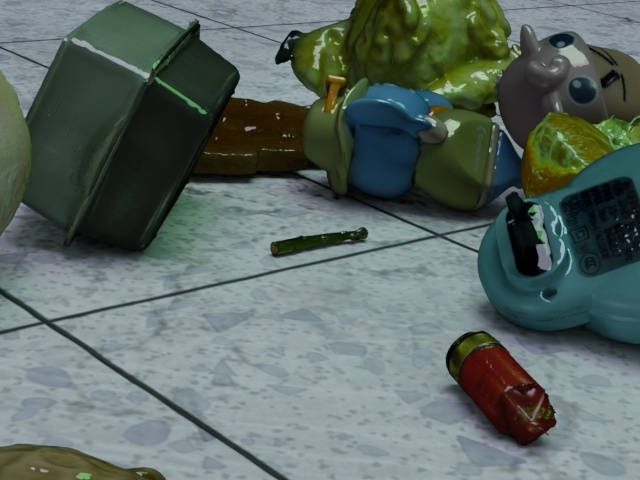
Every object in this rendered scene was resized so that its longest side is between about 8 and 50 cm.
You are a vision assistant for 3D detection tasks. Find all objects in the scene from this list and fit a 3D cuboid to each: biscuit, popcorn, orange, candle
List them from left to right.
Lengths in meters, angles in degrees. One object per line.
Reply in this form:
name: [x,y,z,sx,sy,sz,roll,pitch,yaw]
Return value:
biscuit: [-0.115,-0.128,1.721,0.278,0.043,0.301,20,25,29]
popcorn: [0.130,-0.242,1.834,0.237,0.293,0.293,43,6,-24]
candle: [0.147,0.120,1.093,0.052,0.052,0.130,-1,22,-20]
orange: [0.332,-0.051,1.465,0.237,0.158,0.179,-4,30,-14]

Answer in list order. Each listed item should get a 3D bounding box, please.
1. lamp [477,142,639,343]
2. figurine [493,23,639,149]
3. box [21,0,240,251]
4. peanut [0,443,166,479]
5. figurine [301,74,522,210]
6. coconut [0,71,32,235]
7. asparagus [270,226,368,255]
lamp: [0.292,0.007,1.287,0.284,0.147,0.209,-4,47,-3]
figurine: [0.320,-0.150,1.638,0.186,0.287,0.176,-26,50,8]
box: [-0.201,-0.123,1.424,0.166,0.220,0.290,27,19,-5]
peanut: [-0.145,0.181,0.747,0.197,0.110,0.233,8,21,7]
figurine: [0.104,-0.106,1.617,0.262,0.153,0.180,18,7,-17]
coconut: [-0.380,-0.059,1.180,0.239,0.239,0.244,7,20,4]
asparagus: [0.000,0.000,1.437,0.127,0.015,0.018,-11,35,-38]
